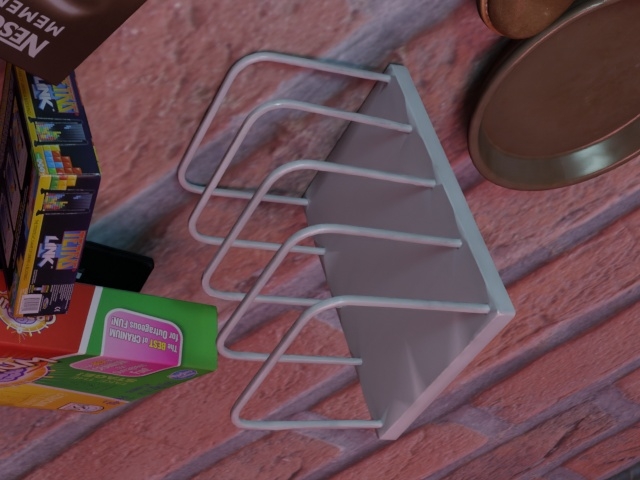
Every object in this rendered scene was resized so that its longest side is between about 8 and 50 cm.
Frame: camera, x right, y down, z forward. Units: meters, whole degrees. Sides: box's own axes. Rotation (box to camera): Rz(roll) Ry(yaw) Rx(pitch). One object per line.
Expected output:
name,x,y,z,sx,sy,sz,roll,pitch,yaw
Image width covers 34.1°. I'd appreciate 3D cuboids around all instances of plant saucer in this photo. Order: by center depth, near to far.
plant saucer,0.269,-0.152,1.033,0.278,0.041,0.278,-15,146,-10

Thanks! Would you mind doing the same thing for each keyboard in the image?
keyboard,-0.259,0.032,1.013,0.192,0.038,0.100,20,109,-47

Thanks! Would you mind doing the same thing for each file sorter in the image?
file sorter,0.000,0.000,0.888,0.173,0.277,0.193,7,138,-30

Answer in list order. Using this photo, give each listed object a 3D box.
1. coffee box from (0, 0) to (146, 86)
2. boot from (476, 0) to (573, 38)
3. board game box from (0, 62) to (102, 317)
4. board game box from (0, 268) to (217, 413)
coffee box,-0.142,-0.226,0.637,0.246,0.098,0.141,-37,144,23
boot,0.225,-0.254,0.795,0.112,0.115,0.305,0,142,-33
board game box,-0.218,-0.045,0.813,0.048,0.141,0.170,-2,142,-26
board game box,-0.291,0.096,0.960,0.317,0.064,0.242,13,155,-36
